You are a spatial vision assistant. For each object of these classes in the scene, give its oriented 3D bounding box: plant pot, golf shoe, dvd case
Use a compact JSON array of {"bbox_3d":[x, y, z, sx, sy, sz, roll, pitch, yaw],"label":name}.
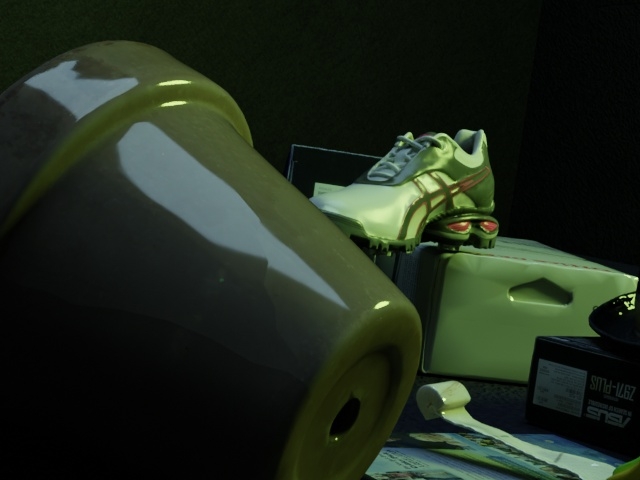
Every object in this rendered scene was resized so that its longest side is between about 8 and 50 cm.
[{"bbox_3d":[-0.072,0.045,0.838,0.229,0.263,0.263,29,13,26],"label":"plant pot"},{"bbox_3d":[0.070,-0.047,1.394,0.105,0.120,0.273,10,10,38],"label":"golf shoe"},{"bbox_3d":[0.118,0.160,0.972,0.253,0.022,0.180,6,6,-33],"label":"dvd case"}]

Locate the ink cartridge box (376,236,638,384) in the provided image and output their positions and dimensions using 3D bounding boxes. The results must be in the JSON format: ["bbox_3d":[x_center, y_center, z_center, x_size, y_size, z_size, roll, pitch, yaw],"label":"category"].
[{"bbox_3d":[0.182,0.068,1.606,0.223,0.129,0.307,7,5,-12],"label":"ink cartridge box"}]

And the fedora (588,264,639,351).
[{"bbox_3d":[0.378,0.001,1.233,0.334,0.152,0.334,-7,6,1],"label":"fedora"}]

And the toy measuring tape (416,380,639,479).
[{"bbox_3d":[0.210,0.113,0.897,0.330,0.121,0.121,21,11,35],"label":"toy measuring tape"}]

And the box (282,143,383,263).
[{"bbox_3d":[0.000,0.000,1.648,0.108,0.153,0.207,8,-18,-6],"label":"box"}]

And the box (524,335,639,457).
[{"bbox_3d":[0.290,0.135,1.244,0.147,0.077,0.180,3,6,-42],"label":"box"}]
